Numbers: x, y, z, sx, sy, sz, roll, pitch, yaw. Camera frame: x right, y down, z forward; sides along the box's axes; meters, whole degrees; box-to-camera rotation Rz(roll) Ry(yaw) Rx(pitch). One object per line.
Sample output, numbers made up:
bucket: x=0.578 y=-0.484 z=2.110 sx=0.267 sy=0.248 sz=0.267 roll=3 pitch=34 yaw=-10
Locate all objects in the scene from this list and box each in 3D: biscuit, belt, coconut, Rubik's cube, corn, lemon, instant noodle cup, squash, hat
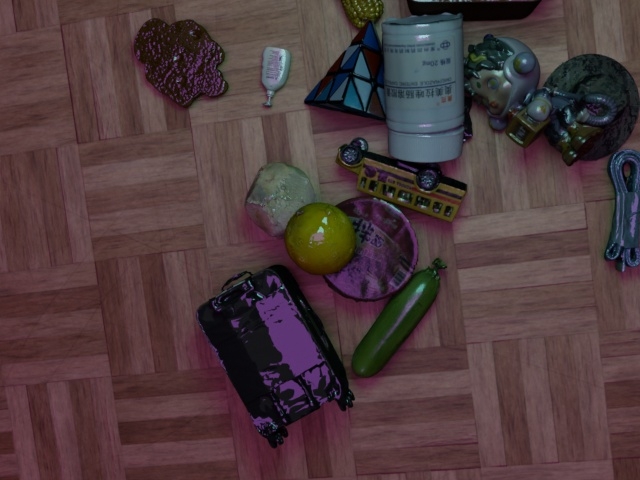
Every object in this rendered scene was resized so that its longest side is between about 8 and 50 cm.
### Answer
biscuit: x=-0.368 y=-0.482 z=1.873 sx=0.290 sy=0.041 sz=0.208 roll=37 pitch=99 yaw=4
belt: x=0.745 y=-0.073 z=1.720 sx=0.087 sy=0.072 sz=0.302 roll=2 pitch=92 yaw=4
coconut: x=-0.101 y=-0.100 z=1.795 sx=0.194 sy=0.194 sz=0.194 roll=1 pitch=94 yaw=9
Rubik's cube: x=0.079 y=-0.441 z=1.765 sx=0.250 sy=0.284 sz=0.234 roll=18 pitch=99 yaw=42
corn: x=0.058 y=-0.679 z=1.765 sx=0.102 sy=0.102 sz=0.313 roll=-32 pitch=89 yaw=9
lemon: x=0.000 y=0.000 z=1.698 sx=0.173 sy=0.206 sz=0.173 roll=-7 pitch=52 yaw=8
instant noodle cup: x=0.124 y=0.020 z=1.804 sx=0.274 sy=0.091 sz=0.274 roll=1 pitch=94 yaw=15
squash: x=0.202 y=0.205 z=1.808 sx=0.101 sy=0.101 sz=0.378 roll=38 pitch=97 yaw=4
hat: x=0.662 y=-0.331 z=1.687 sx=0.265 sy=0.128 sz=0.265 roll=0 pitch=91 yaw=6

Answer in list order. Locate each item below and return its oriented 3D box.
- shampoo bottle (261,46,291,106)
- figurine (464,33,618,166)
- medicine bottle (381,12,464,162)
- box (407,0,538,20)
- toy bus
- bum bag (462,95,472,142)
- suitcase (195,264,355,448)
shampoo bottle: x=-0.123 y=-0.428 z=1.838 sx=0.077 sy=0.045 sz=0.152 roll=9 pitch=94 yaw=6
figurine: x=0.477 y=-0.334 z=1.655 sx=0.186 sy=0.261 sz=0.382 roll=-27 pitch=67 yaw=-31
medicine bottle: x=0.247 y=-0.361 z=1.665 sx=0.190 sy=0.190 sz=0.332 roll=-2 pitch=113 yaw=9
box: x=0.367 y=-0.657 z=1.654 sx=0.339 sy=0.229 sz=0.239 roll=2 pitch=94 yaw=9
toy bus: x=0.200 y=-0.155 z=1.774 sx=0.335 sy=0.121 sz=0.123 roll=19 pitch=110 yaw=7
bum bag: x=0.359 y=-0.311 z=1.778 sx=0.058 sy=0.034 sz=0.124 roll=-4 pitch=93 yaw=21
suitcase: x=-0.115 y=0.279 z=1.811 sx=0.283 sy=0.194 sz=0.434 roll=-31 pitch=89 yaw=10
